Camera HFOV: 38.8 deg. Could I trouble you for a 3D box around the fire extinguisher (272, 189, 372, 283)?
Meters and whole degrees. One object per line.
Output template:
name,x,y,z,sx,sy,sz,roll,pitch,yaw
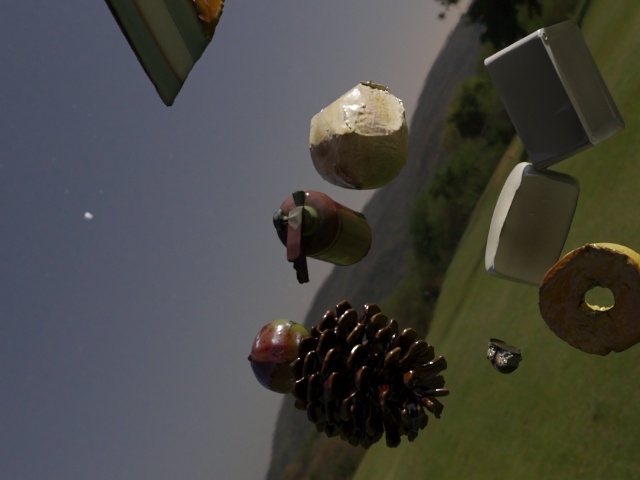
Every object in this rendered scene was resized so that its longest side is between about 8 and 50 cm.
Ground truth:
fire extinguisher,0.000,0.000,1.462,0.337,0.106,0.147,15,-114,-73

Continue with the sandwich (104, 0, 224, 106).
sandwich,-0.172,-0.245,0.846,0.117,0.144,0.187,-46,33,46

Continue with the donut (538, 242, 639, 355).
donut,0.408,0.080,1.320,0.178,0.162,0.065,-36,-1,42

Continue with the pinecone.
pinecone,0.064,0.157,1.017,0.163,0.165,0.163,-28,-54,-47

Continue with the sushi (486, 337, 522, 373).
sushi,0.314,0.201,1.553,0.083,0.044,0.046,-141,61,-71

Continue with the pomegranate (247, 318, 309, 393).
pomegranate,-0.047,0.209,1.580,0.129,0.159,0.129,20,-90,-78

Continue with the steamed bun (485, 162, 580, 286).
steamed bun,0.429,-0.033,1.862,0.164,0.146,0.242,-68,-6,-78

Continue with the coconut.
coconut,0.069,-0.173,1.618,0.194,0.194,0.194,-60,-7,-12

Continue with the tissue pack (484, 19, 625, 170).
tissue pack,0.461,-0.286,1.779,0.159,0.246,0.136,-25,0,-43
